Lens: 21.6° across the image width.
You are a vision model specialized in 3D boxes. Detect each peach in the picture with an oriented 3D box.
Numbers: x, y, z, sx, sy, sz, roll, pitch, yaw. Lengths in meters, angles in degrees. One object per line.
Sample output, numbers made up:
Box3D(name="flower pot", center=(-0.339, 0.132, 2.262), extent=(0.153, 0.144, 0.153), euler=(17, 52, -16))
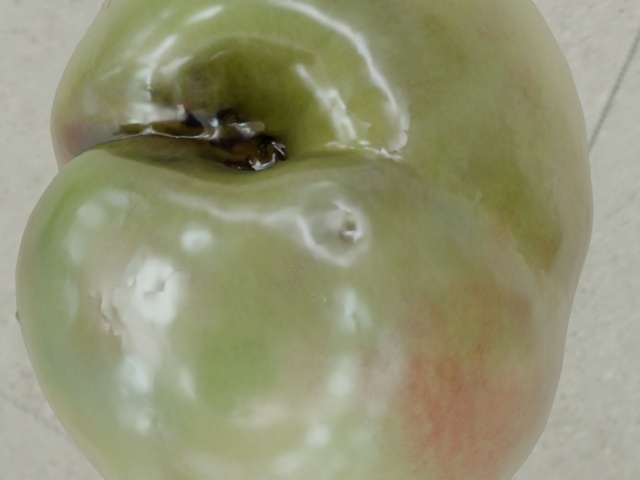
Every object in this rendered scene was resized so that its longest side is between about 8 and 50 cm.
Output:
Box3D(name="peach", center=(-0.001, 0.001, 0.734), extent=(0.247, 0.292, 0.292), euler=(-12, 101, 16))
